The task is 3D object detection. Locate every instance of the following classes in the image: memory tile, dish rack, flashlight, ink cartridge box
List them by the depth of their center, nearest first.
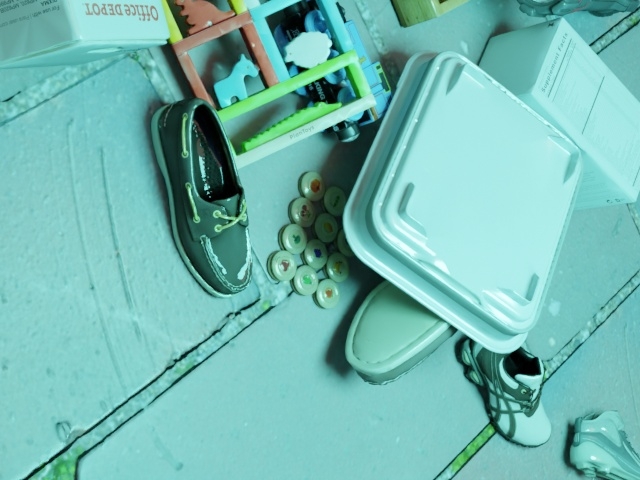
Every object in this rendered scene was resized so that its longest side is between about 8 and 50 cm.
[{"bbox_3d":[-0.266,-0.310,1.232,0.197,0.114,0.273,-26,101,-69],"label":"ink cartridge box"},{"bbox_3d":[0.000,0.000,1.522,0.113,0.012,0.148,34,63,-31],"label":"memory tile"},{"bbox_3d":[0.194,-0.061,1.523,0.285,0.072,0.333,35,57,-18],"label":"dish rack"},{"bbox_3d":[0.355,-0.360,1.759,0.304,0.103,0.103,-20,104,-61],"label":"flashlight"}]

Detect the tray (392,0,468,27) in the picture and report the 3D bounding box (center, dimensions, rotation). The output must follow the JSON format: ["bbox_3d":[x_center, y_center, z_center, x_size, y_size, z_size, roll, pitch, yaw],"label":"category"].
[{"bbox_3d":[0.114,-0.506,1.644,0.203,0.076,0.411,-32,104,-37],"label":"tray"}]

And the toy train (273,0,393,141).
[{"bbox_3d":[0.015,-0.213,1.524,0.105,0.080,0.184,-35,105,-46],"label":"toy train"}]

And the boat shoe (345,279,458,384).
[{"bbox_3d":[0.146,0.072,1.570,0.324,0.116,0.097,-49,143,-33],"label":"boat shoe"}]

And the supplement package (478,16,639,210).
[{"bbox_3d":[0.332,-0.168,1.736,0.244,0.134,0.139,40,61,-29],"label":"supplement package"}]

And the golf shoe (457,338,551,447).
[{"bbox_3d":[0.262,0.200,1.658,0.198,0.094,0.077,52,55,-23],"label":"golf shoe"}]

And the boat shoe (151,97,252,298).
[{"bbox_3d":[-0.121,-0.045,1.391,0.081,0.068,0.228,-24,99,-38],"label":"boat shoe"}]

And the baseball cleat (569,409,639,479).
[{"bbox_3d":[0.435,0.303,1.800,0.206,0.072,0.109,28,61,-37],"label":"baseball cleat"}]

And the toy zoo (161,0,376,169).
[{"bbox_3d":[-0.078,-0.249,1.423,0.192,0.030,0.293,-26,102,-9],"label":"toy zoo"}]
